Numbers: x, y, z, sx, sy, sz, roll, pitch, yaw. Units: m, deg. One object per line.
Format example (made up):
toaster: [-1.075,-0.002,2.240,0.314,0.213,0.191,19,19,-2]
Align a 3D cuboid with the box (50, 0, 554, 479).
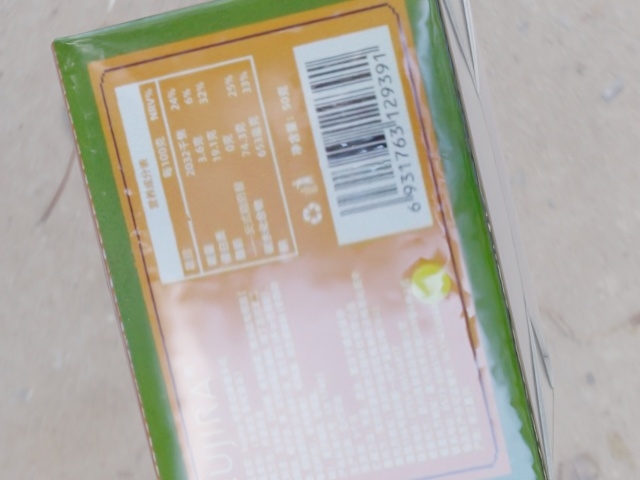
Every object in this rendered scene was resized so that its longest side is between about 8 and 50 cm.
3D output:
box: [0.000,0.000,0.717,0.148,0.177,0.194,-13,96,8]
